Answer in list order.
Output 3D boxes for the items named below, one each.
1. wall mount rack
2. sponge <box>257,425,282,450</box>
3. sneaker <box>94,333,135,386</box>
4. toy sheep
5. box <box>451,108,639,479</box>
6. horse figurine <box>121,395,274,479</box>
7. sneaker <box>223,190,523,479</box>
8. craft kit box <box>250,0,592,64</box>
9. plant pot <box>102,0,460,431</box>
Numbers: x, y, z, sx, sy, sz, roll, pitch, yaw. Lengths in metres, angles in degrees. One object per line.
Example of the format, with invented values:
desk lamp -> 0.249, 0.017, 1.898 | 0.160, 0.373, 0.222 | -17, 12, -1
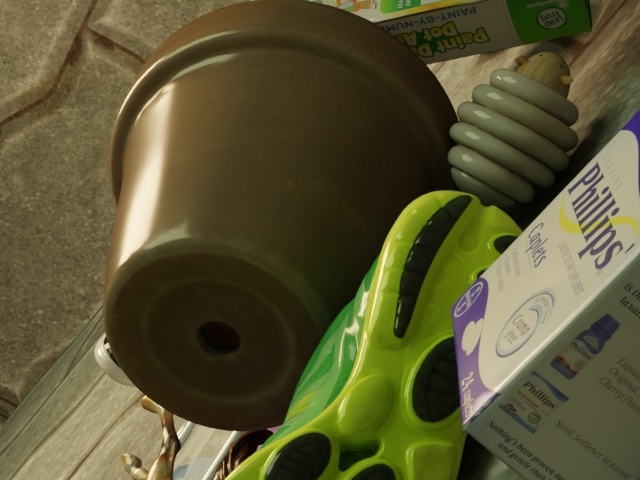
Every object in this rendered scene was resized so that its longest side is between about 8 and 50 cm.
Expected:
wall mount rack -> -0.155, 0.181, 1.098 | 0.304, 0.130, 0.350 | -55, 10, -19
sponge -> -0.007, 0.143, 0.853 | 0.117, 0.031, 0.210 | -52, 9, -10
sneaker -> -0.130, 0.074, 1.305 | 0.121, 0.079, 0.217 | -50, -18, 22
toy sheep -> 0.126, -0.065, 0.856 | 0.132, 0.091, 0.091 | -65, 9, 3
box -> 0.126, 0.026, 0.548 | 0.137, 0.072, 0.126 | -48, 11, 17
horse figurine -> -0.137, 0.204, 0.815 | 0.263, 0.066, 0.174 | -32, 40, -3
sneaker -> 0.024, 0.112, 0.684 | 0.295, 0.109, 0.123 | -55, -8, -24
craft kit box -> 0.074, -0.233, 0.980 | 0.246, 0.061, 0.250 | -7, 49, 16
plant pot -> -0.043, 0.001, 0.869 | 0.263, 0.263, 0.229 | -45, 14, 33
